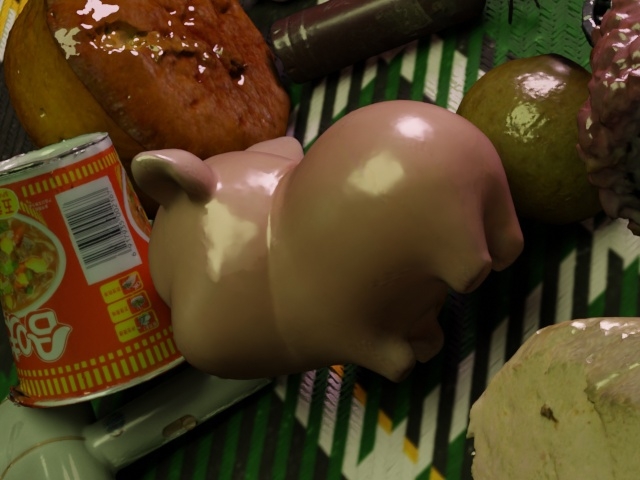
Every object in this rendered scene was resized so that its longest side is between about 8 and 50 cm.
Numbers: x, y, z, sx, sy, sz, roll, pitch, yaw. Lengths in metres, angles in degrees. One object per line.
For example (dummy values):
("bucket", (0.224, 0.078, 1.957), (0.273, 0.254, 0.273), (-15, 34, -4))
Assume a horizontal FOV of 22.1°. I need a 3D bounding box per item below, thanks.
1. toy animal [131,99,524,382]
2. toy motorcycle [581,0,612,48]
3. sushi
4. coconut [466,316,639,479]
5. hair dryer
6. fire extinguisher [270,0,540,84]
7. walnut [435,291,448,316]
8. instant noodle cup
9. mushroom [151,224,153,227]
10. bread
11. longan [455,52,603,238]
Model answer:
("toy animal", (0.000, 0.000, 1.369), (0.269, 0.237, 0.326), (49, 116, 14))
("toy motorcycle", (0.355, -0.279, 1.452), (0.173, 0.108, 0.307), (20, 76, 36))
("sushi", (0.338, -0.112, 1.262), (0.270, 0.236, 0.171), (-1, 48, 24))
("coconut", (0.263, 0.195, 1.071), (0.297, 0.309, 0.297), (-23, 62, 55))
("hair dryer", (-0.137, 0.164, 1.512), (0.357, 0.107, 0.173), (-32, 50, 5))
("fire extinguisher", (0.084, -0.222, 1.628), (0.267, 0.072, 0.089), (-18, 79, 24))
("walnut", (0.084, 0.038, 1.458), (0.091, 0.052, 0.121), (28, 101, 41))
("instant noodle cup", (-0.224, 0.021, 1.485), (0.193, 0.212, 0.193), (-17, 12, 4))
("mushroom", (-0.143, 0.030, 1.611), (0.312, 0.081, 0.100), (-7, 65, 27))
("bread", (-0.174, -0.164, 1.629), (0.172, 0.312, 0.312), (-39, 44, 30))
("longan", (0.188, -0.075, 1.417), (0.145, 0.176, 0.155), (-2, 24, -15))
